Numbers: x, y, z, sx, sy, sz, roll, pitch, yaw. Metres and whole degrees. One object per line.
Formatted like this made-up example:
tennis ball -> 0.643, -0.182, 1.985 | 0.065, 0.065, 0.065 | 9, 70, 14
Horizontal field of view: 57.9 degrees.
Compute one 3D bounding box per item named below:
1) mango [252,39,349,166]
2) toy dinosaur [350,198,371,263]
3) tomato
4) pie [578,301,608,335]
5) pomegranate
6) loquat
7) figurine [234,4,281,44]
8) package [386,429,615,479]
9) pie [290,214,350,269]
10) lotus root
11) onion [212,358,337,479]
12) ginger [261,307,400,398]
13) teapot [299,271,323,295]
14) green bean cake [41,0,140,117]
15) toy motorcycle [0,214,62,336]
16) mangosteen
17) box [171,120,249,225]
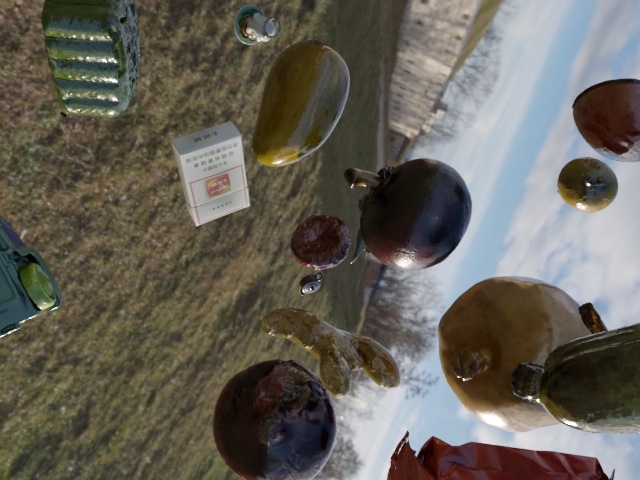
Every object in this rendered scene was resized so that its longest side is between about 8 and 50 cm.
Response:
mango -> -0.048, -0.309, 1.316 | 0.173, 0.211, 0.317 | 36, 70, -45
toy dinosaur -> 0.144, -0.037, 2.119 | 0.247, 0.188, 0.075 | -44, 148, -19
tomato -> 0.599, -0.209, 1.120 | 0.199, 0.228, 0.112 | 91, 13, -73
pie -> 0.554, 0.194, 1.125 | 0.088, 0.033, 0.191 | 56, 18, -51
pomegranate -> 0.479, 0.279, 1.445 | 0.411, 0.411, 0.411 | 23, 90, -86
loquat -> 0.790, -0.163, 1.729 | 0.149, 0.172, 0.204 | -45, 175, -6
figurine -> -0.198, -0.715, 1.930 | 0.132, 0.153, 0.132 | -19, 122, -33
package -> 0.345, 0.494, 1.127 | 0.123, 0.423, 0.196 | -76, 173, -57
pie -> 0.000, 0.000, 1.370 | 0.038, 0.153, 0.153 | 85, 26, -59
lotus root -> 0.451, 0.206, 0.879 | 0.309, 0.173, 0.173 | -21, -155, 32
onion -> -0.093, 0.377, 1.208 | 0.195, 0.272, 0.272 | 106, 8, -71
ginger -> 0.042, 0.294, 1.630 | 0.363, 0.348, 0.122 | 0, 126, -50
teapot -> -0.028, 0.142, 1.868 | 0.100, 0.045, 0.068 | -41, 143, 19
green bean cake -> -0.450, -0.403, 1.165 | 0.247, 0.156, 0.250 | 103, -18, -47
toy motorcycle -> -0.677, 0.027, 1.164 | 0.191, 0.326, 0.200 | -24, -172, -9
mangosteen -> 0.160, -0.071, 1.141 | 0.235, 0.261, 0.235 | -49, -165, 18
box -> -0.362, -0.221, 1.957 | 0.210, 0.095, 0.330 | -22, 144, -19
